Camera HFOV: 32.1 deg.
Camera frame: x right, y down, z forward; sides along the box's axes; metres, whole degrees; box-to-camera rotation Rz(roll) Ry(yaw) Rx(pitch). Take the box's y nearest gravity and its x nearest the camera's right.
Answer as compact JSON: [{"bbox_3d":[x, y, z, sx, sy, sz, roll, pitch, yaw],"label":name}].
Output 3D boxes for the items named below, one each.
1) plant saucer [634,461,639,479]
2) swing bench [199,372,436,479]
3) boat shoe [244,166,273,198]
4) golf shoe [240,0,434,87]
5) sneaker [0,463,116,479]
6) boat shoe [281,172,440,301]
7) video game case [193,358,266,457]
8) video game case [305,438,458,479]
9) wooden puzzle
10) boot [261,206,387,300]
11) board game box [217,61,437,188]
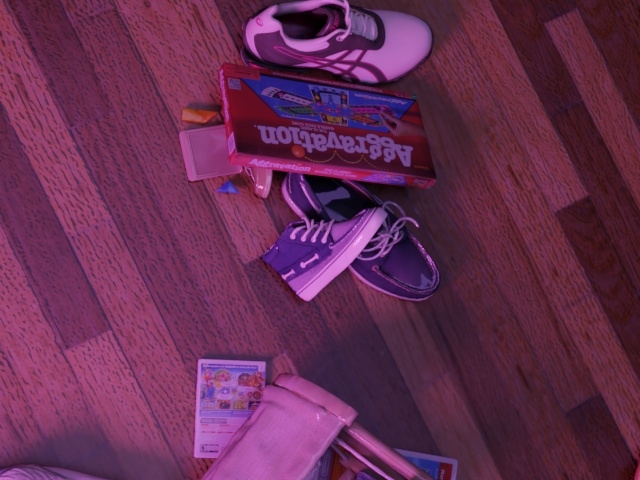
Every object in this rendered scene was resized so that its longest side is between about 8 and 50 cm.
[{"bbox_3d":[0.516,0.355,1.534,0.199,0.037,0.200,3,80,-14],"label":"plant saucer"},{"bbox_3d":[-0.018,0.326,1.285,0.254,0.165,0.253,40,73,-8],"label":"swing bench"},{"bbox_3d":[-0.089,-0.128,1.438,0.048,0.056,0.153,-3,79,-9],"label":"boat shoe"},{"bbox_3d":[0.034,-0.265,1.462,0.272,0.120,0.105,-5,80,-18],"label":"golf shoe"},{"bbox_3d":[-0.282,0.313,1.300,0.237,0.086,0.085,23,74,-26],"label":"sneaker"},{"bbox_3d":[0.062,-0.016,1.446,0.254,0.079,0.095,45,73,-4],"label":"boat shoe"},{"bbox_3d":[-0.113,0.211,1.394,0.087,0.011,0.122,4,80,-15],"label":"video game case"},{"bbox_3d":[0.027,0.354,1.395,0.285,0.025,0.204,13,78,-15],"label":"video game case"},{"bbox_3d":[-0.142,-0.115,1.441,0.078,0.014,0.116,-4,82,-12],"label":"wooden puzzle"},{"bbox_3d":[0.000,0.000,1.376,0.086,0.190,0.069,41,42,-4],"label":"boot"},{"bbox_3d":[0.010,-0.146,1.430,0.281,0.027,0.145,5,57,-25],"label":"board game box"}]
